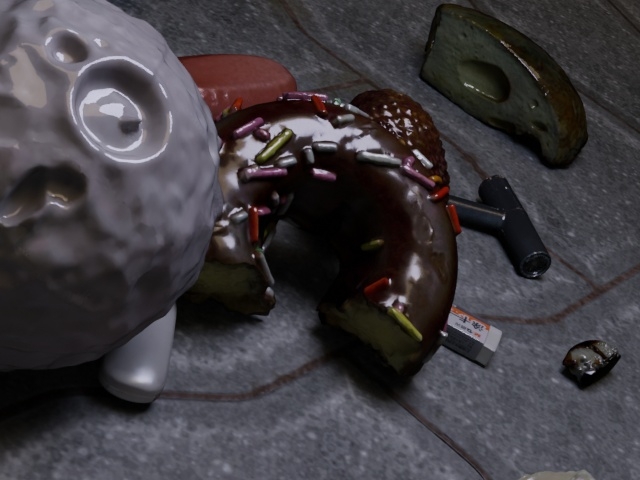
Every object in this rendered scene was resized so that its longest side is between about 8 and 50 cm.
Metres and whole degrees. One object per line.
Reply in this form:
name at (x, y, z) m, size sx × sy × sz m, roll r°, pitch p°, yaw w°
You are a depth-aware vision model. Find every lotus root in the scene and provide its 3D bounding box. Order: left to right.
lotus root at (0.296, -0.260, 2.101) m, size 0.314 × 0.142 × 0.210 m, roll 33°, pitch 29°, yaw 8°

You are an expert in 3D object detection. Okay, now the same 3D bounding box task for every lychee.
lychee at (0.062, -0.083, 1.601) m, size 0.194 × 0.194 × 0.194 m, roll 20°, pitch 30°, yaw -12°

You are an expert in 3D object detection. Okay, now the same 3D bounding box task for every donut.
donut at (0.002, -0.023, 1.401) m, size 0.345 × 0.136 × 0.259 m, roll 24°, pitch 69°, yaw -15°

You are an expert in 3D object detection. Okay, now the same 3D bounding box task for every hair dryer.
hair dryer at (0.188, -0.029, 1.751) m, size 0.194 × 0.050 × 0.173 m, roll 7°, pitch 34°, yaw -23°

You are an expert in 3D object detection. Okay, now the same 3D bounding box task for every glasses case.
glasses case at (-0.171, 0.093, 1.271) m, size 0.063 × 0.041 × 0.164 m, roll 17°, pitch 31°, yaw -12°

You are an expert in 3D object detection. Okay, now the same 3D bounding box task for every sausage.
sausage at (-0.131, -0.154, 1.605) m, size 0.254 × 0.148 × 0.148 m, roll -9°, pitch 44°, yaw -40°

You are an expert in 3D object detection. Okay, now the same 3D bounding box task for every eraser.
eraser at (0.144, 0.094, 1.530) m, size 0.122 × 0.029 × 0.052 m, roll 28°, pitch 30°, yaw 5°

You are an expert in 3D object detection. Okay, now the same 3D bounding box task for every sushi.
sushi at (0.316, 0.136, 1.582) m, size 0.046 × 0.044 × 0.083 m, roll 41°, pitch 31°, yaw 23°

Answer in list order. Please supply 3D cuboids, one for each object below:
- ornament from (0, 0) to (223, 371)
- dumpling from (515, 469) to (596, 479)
ornament at (-0.242, -0.055, 1.145) m, size 0.337 × 0.337 × 0.337 m, roll 20°, pitch 30°, yaw -12°
dumpling at (0.218, 0.312, 1.141) m, size 0.193 × 0.147 × 0.258 m, roll -23°, pitch 57°, yaw -3°
